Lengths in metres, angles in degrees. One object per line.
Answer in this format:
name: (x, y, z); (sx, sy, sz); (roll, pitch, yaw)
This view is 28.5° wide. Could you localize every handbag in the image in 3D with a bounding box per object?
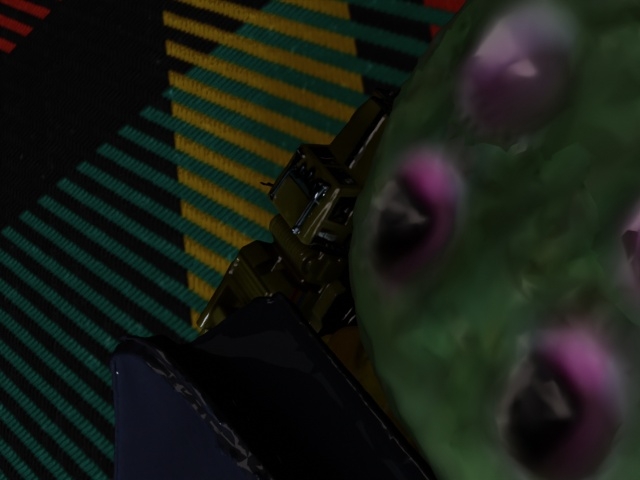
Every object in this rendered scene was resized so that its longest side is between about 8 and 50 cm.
handbag: (0.012, 0.212, 0.627); (0.326, 0.118, 0.269); (49, 142, 33)

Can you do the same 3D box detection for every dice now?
dice: (0.230, 0.013, 0.583); (0.322, 0.330, 0.318); (-53, 44, 18)

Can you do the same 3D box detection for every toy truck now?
toy truck: (0.004, 0.000, 1.007); (0.257, 0.127, 0.127); (-54, 41, 15)

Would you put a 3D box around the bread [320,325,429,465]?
bread: (0.027, 0.216, 0.866); (0.333, 0.160, 0.333); (-18, 64, 41)
